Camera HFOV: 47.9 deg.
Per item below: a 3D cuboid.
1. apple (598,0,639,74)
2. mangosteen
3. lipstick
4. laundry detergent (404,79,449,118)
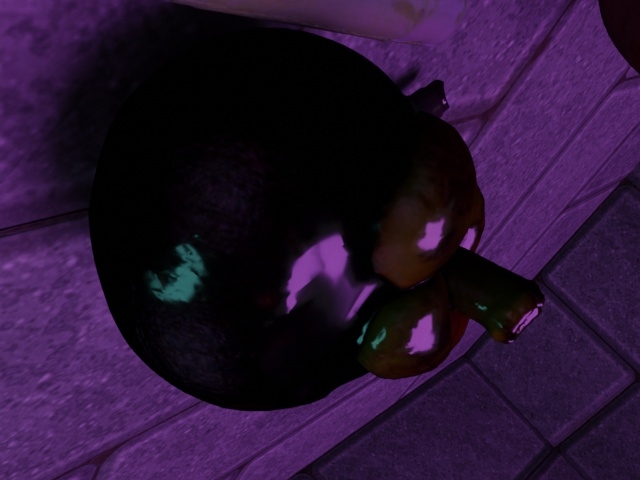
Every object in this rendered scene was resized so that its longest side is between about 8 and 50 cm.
[{"bbox_3d":[0.459,-0.297,0.739,0.345,0.345,0.269,-28,148,-35],"label":"apple"},{"bbox_3d":[0.000,0.000,0.491,0.275,0.302,0.275,-53,153,-42],"label":"mangosteen"},{"bbox_3d":[0.004,-0.177,0.473,0.304,0.076,0.076,-14,146,-53],"label":"lipstick"},{"bbox_3d":[0.046,-0.083,0.742,0.222,0.078,0.144,-40,162,-13],"label":"laundry detergent"}]
